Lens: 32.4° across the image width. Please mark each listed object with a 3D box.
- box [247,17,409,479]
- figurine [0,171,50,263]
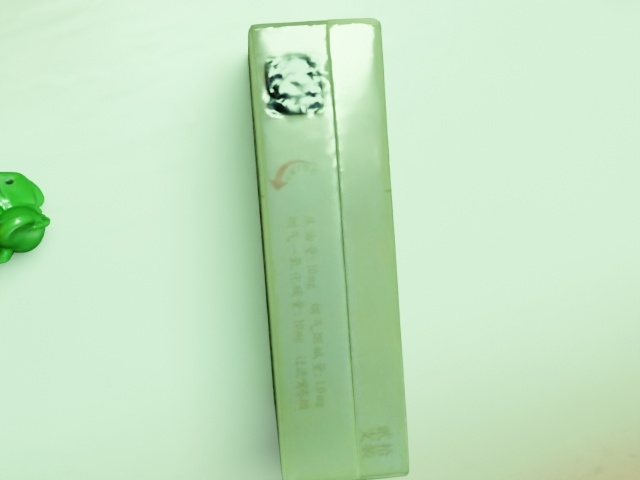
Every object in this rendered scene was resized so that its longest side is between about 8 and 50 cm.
[{"bbox_3d":[0.000,0.000,0.530,0.058,0.141,0.201,-4,95,-3],"label":"box"},{"bbox_3d":[-0.204,0.016,0.515,0.156,0.115,0.094,-16,108,-9],"label":"figurine"}]
